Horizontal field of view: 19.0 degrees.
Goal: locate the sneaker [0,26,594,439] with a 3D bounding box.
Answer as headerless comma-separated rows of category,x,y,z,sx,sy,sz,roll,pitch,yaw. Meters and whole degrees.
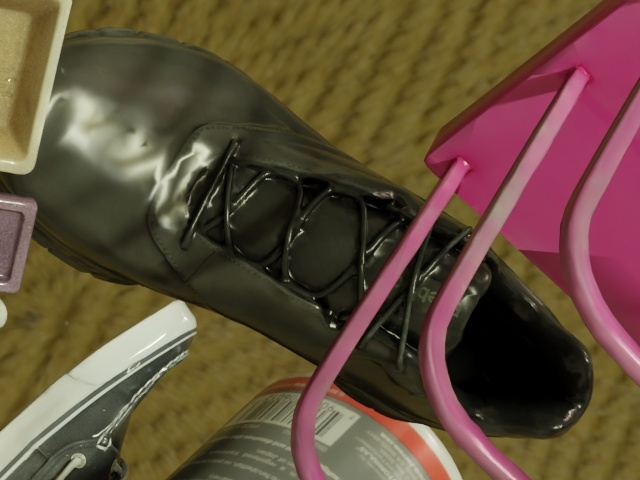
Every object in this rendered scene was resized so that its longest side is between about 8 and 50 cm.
sneaker,0.000,0.000,0.772,0.286,0.130,0.109,26,86,-30

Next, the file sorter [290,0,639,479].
file sorter,0.160,0.019,0.558,0.202,0.291,0.182,42,47,-10

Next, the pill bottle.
pill bottle,-0.064,0.267,1.360,0.210,0.210,0.363,52,46,-3

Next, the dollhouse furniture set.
dollhouse furniture set,-0.123,-0.027,0.613,0.091,0.081,0.114,9,106,-21

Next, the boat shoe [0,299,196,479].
boat shoe,-0.197,0.172,1.482,0.301,0.108,0.102,-42,87,-2
